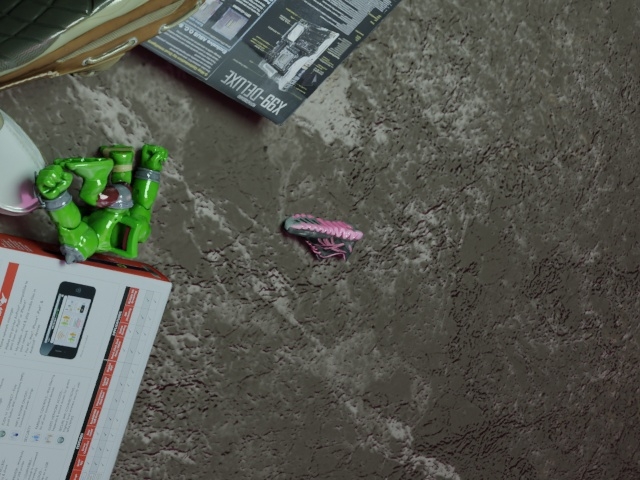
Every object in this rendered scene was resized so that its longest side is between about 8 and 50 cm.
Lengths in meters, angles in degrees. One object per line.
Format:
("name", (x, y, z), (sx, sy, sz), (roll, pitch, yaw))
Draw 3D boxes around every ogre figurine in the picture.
("ogre figurine", (-0.247, -0.042, 1.324), (0.097, 0.197, 0.118), (4, 104, 11))

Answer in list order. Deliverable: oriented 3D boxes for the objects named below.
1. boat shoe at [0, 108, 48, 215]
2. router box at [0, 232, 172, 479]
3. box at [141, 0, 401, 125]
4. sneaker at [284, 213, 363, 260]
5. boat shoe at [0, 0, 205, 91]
("boat shoe", (-0.395, -0.124, 1.214), (0.113, 0.103, 0.302), (-51, 125, -7))
("router box", (-0.364, 0.164, 1.343), (0.301, 0.082, 0.335), (15, 97, -35))
("box", (-0.085, -0.293, 1.307), (0.307, 0.076, 0.242), (27, 121, -35))
("sneaker", (0.000, 0.000, 1.546), (0.119, 0.047, 0.057), (11, 111, -33))
("boat shoe", (-0.242, -0.215, 1.160), (0.324, 0.122, 0.120), (-29, 148, -12))
